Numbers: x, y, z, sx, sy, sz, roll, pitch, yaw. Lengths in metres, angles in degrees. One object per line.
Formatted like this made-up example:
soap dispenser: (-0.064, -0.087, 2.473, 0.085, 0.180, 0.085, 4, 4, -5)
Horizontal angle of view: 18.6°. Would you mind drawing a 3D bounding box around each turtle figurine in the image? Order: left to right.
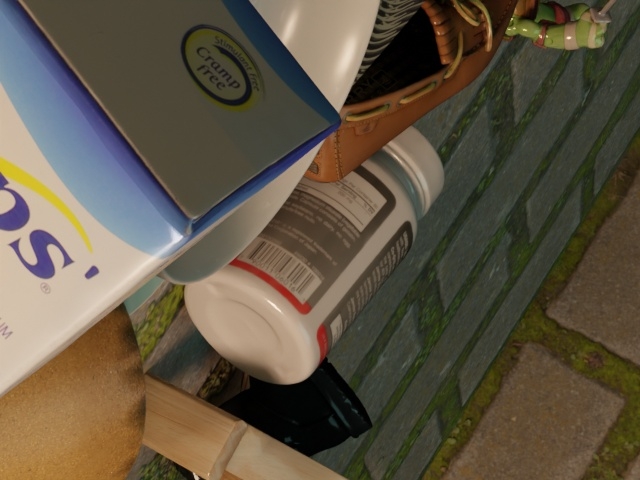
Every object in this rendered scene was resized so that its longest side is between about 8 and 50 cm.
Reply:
turtle figurine: (0.276, -0.314, 2.276, 0.275, 0.197, 0.266, -60, 168, 11)

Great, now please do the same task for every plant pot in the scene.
plant pot: (-0.290, 0.110, 1.315, 0.254, 0.237, 0.237, -22, 141, -42)

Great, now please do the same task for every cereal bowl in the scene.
cereal bowl: (-0.092, -0.142, 1.563, 0.339, 0.141, 0.339, -52, 163, -24)

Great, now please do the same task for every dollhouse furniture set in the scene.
dollhouse furniture set: (-0.138, 0.379, 2.009, 0.256, 0.362, 0.394, 34, 82, -39)

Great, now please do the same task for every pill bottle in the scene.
pill bottle: (0.000, 0.000, 2.042, 0.283, 0.161, 0.161, -50, 161, -32)

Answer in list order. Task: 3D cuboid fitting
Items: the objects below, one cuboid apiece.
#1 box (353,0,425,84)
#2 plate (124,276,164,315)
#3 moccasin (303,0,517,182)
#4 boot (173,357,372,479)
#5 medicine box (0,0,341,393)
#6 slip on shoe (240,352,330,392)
box: (0.043, -0.254, 1.859, 0.275, 0.094, 0.113, -50, 160, -29)
plate: (-0.162, -0.008, 1.790, 0.188, 0.024, 0.188, -52, 162, -25)
moccasin: (0.090, -0.214, 2.024, 0.380, 0.139, 0.147, -37, 162, -34)
boot: (-0.084, 0.184, 2.171, 0.207, 0.094, 0.246, -33, 124, 5)
medicine box: (-0.185, -0.071, 1.018, 0.289, 0.263, 0.149, -37, -178, 42)
slip on shoe: (-0.028, 0.092, 2.245, 0.101, 0.123, 0.331, -99, -160, -60)
